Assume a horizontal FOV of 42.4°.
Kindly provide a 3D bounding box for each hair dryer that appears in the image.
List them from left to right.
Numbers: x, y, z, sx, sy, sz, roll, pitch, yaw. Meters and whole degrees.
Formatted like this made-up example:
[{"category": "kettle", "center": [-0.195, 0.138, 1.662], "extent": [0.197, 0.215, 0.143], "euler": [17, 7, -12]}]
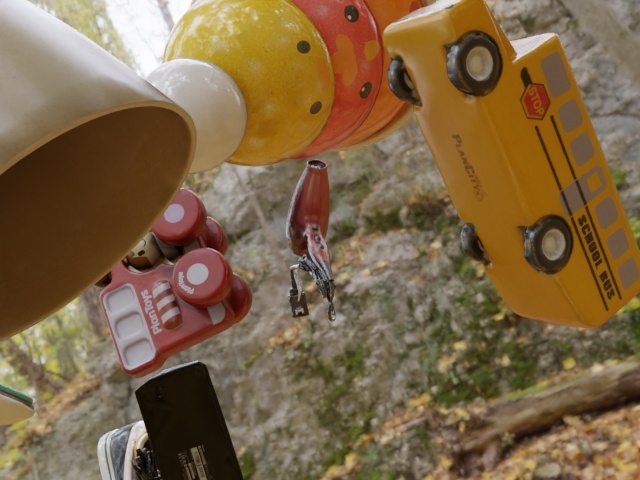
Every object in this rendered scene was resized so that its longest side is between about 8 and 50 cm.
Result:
[{"category": "hair dryer", "center": [0.000, 0.000, 1.485], "extent": [0.080, 0.293, 0.224], "euler": [-3, -6, -23]}]

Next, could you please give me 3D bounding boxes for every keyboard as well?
[{"category": "keyboard", "center": [-0.132, 0.220, 0.802], "extent": [0.100, 0.191, 0.038], "euler": [-17, -2, -15]}]

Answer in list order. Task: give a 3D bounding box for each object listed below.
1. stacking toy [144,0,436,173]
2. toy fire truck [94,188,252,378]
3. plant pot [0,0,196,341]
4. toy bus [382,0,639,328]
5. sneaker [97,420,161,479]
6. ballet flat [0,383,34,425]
[{"category": "stacking toy", "center": [-0.071, -0.194, 0.988], "extent": [0.351, 0.350, 0.480], "euler": [-39, 9, 35]}, {"category": "toy fire truck", "center": [-0.283, 0.063, 1.474], "extent": [0.254, 0.302, 0.169], "euler": [-26, -22, 0]}, {"category": "plant pot", "center": [-0.282, -0.097, 0.629], "extent": [0.256, 0.274, 0.256], "euler": [-43, -12, -11]}, {"category": "toy bus", "center": [0.187, -0.075, 0.775], "extent": [0.130, 0.332, 0.108], "euler": [-34, 18, -22]}, {"category": "sneaker", "center": [-0.269, 0.453, 1.361], "extent": [0.128, 0.321, 0.126], "euler": [-26, -17, 17]}, {"category": "ballet flat", "center": [-0.620, 0.207, 1.180], "extent": [0.400, 0.139, 0.139], "euler": [30, -47, -19]}]
